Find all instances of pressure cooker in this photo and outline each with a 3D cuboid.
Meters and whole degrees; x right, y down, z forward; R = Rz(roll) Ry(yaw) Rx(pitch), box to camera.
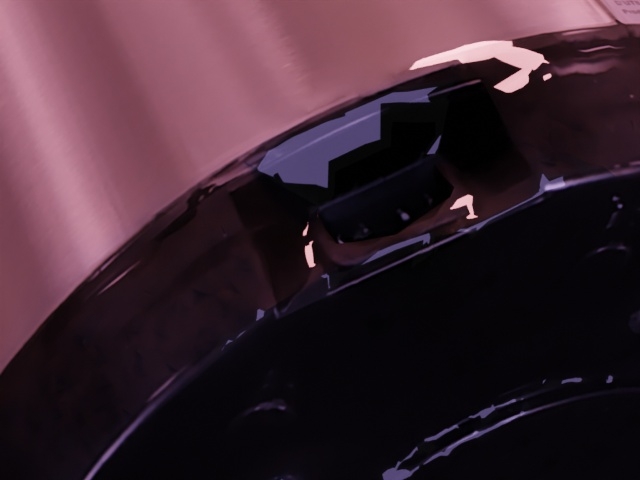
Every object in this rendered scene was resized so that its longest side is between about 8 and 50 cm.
[{"bbox_3d":[0.004,-0.005,0.716,0.375,0.420,0.370,-33,133,3],"label":"pressure cooker"}]
